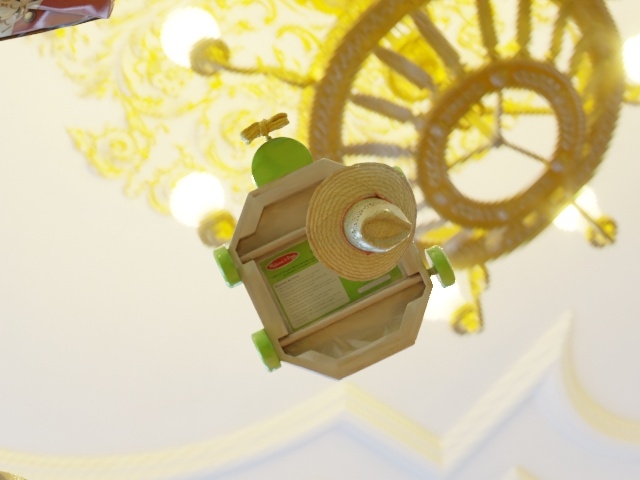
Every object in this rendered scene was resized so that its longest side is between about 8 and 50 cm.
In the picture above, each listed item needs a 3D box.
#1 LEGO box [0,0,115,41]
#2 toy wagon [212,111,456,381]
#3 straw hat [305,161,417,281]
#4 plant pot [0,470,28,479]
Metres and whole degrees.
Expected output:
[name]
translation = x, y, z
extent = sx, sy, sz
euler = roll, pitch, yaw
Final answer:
[LEGO box]
translation = -0.286, -0.397, 0.755
extent = 0.193, 0.500, 0.372
euler = -20, -32, -36
[toy wagon]
translation = 0.000, 0.000, 1.780
extent = 0.267, 0.344, 0.068
euler = -25, -9, -5
[straw hat]
translation = 0.061, -0.015, 1.510
extent = 0.144, 0.061, 0.144
euler = -6, -77, -29
[plant pot]
translation = -0.346, 0.396, 1.534
extent = 0.215, 0.230, 0.215
euler = -9, -72, -30
